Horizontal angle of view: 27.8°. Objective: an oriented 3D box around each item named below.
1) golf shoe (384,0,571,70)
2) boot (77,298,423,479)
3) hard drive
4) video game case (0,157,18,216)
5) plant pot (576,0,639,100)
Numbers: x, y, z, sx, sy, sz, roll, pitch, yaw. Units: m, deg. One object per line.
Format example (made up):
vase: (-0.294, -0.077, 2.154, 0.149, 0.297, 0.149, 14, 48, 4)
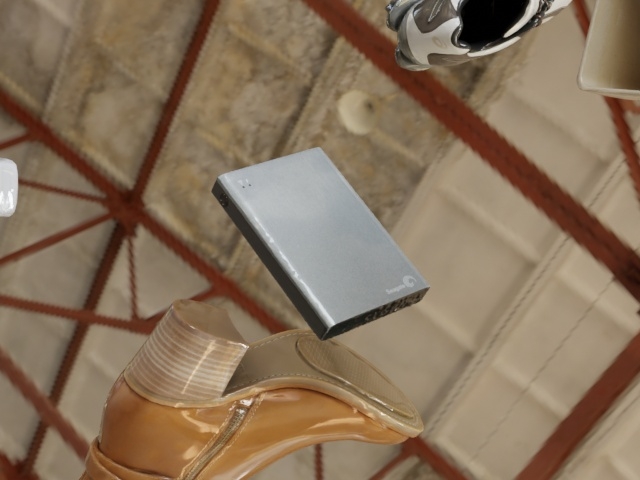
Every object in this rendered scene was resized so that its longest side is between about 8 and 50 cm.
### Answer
golf shoe: (0.147, -0.179, 0.942, 0.094, 0.198, 0.077, 20, -39, 62)
boot: (-0.066, 0.188, 1.158, 0.220, 0.283, 0.109, -60, -146, 18)
hard drive: (0.000, 0.000, 0.879, 0.135, 0.094, 0.022, 53, -42, 22)
video game case: (-0.381, -0.041, 0.731, 0.329, 0.300, 0.036, 9, -82, 50)
plant pot: (0.217, -0.116, 0.681, 0.109, 0.096, 0.109, 13, -91, 46)
